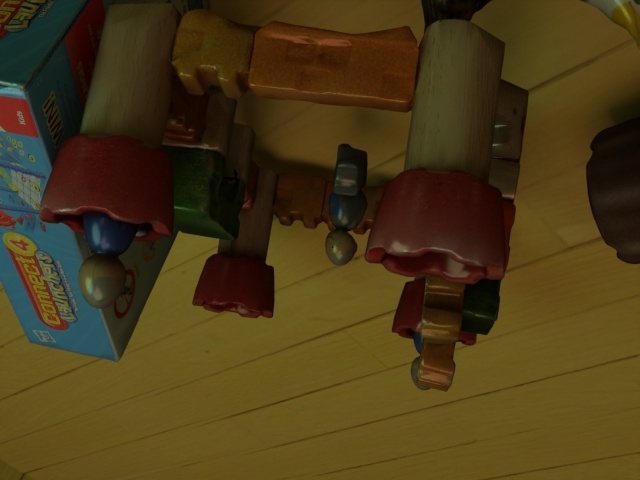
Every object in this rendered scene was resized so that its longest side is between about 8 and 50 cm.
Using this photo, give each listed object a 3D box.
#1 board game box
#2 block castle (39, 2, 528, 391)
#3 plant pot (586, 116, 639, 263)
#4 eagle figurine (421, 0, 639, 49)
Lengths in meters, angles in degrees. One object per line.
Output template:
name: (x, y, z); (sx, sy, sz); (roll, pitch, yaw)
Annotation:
board game box: (-0.179, -0.110, 0.748); (0.086, 0.302, 0.308); (10, 140, 10)
block castle: (0.000, 0.000, 0.742); (0.303, 0.213, 0.453); (7, 168, 9)
plant pot: (0.326, -0.052, 0.746); (0.165, 0.167, 0.167); (-15, 131, 44)
eagle figurine: (0.202, -0.216, 0.606); (0.298, 0.225, 0.226); (-17, -179, -2)
